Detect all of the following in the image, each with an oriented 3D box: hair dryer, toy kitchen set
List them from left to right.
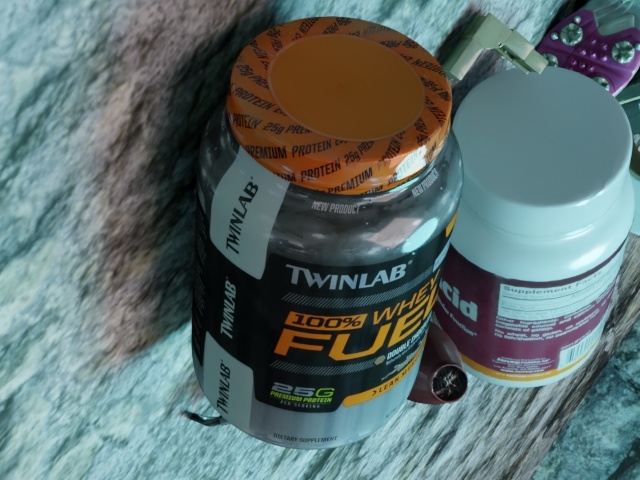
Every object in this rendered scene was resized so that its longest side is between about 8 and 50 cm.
[{"bbox_3d":[0.035,0.146,1.278,0.224,0.294,0.080,-35,106,-45],"label":"hair dryer"},{"bbox_3d":[0.172,-0.183,1.342,0.075,0.083,0.068,-55,-161,-1],"label":"toy kitchen set"}]

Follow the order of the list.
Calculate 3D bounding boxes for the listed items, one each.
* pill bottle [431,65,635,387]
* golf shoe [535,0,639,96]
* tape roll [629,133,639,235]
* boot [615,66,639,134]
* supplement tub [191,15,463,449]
[{"bbox_3d":[0.240,-0.007,1.509,0.224,0.224,0.392,-46,155,-22],"label":"pill bottle"},{"bbox_3d":[0.353,-0.250,1.556,0.306,0.115,0.140,-55,163,3],"label":"golf shoe"},{"bbox_3d":[0.456,-0.145,1.672,0.100,0.286,0.286,-13,133,-59],"label":"tape roll"},{"bbox_3d":[0.381,-0.143,1.609,0.137,0.198,0.077,46,53,-25],"label":"boot"},{"bbox_3d":[0.000,0.000,1.056,0.207,0.207,0.338,-40,153,-34],"label":"supplement tub"}]
